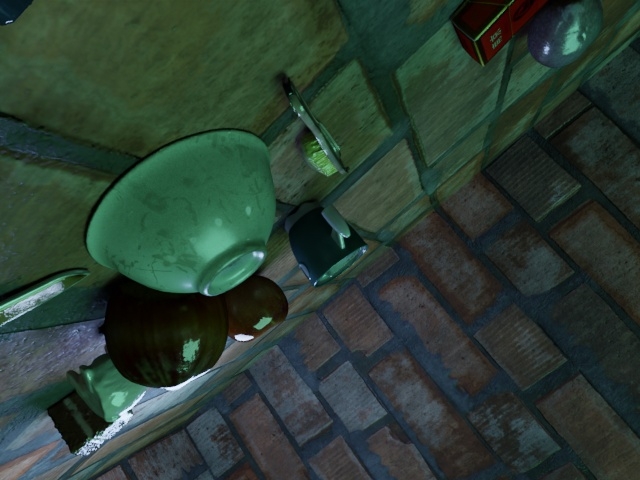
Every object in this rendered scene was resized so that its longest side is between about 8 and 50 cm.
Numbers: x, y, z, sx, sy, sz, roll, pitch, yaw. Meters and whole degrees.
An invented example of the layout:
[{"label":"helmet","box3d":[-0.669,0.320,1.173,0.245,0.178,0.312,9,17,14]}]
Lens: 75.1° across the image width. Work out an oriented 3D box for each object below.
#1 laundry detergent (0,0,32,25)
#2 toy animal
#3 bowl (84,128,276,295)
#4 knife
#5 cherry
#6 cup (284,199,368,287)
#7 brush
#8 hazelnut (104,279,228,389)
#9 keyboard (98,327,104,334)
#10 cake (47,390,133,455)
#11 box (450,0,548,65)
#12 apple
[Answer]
[{"label":"laundry detergent","box3d":[-0.198,-0.178,0.112,0.214,0.105,0.280,-42,164,4]},{"label":"toy animal","box3d":[-0.370,0.216,0.853,0.140,0.138,0.283,-39,-168,41]},{"label":"bowl","box3d":[-0.168,-0.005,0.645,0.313,0.146,0.313,-37,167,-10]},{"label":"knife","box3d":[-0.435,0.100,0.553,0.256,0.022,0.046,-34,159,-34]},{"label":"cherry","box3d":[0.561,-0.494,0.966,0.176,0.140,0.176,-22,138,-21]},{"label":"cup","box3d":[0.000,0.000,1.017,0.167,0.173,0.300,-33,165,-23]},{"label":"brush","box3d":[-0.016,-0.167,0.692,0.067,0.072,0.313,-27,167,10]},{"label":"hazelnut","box3d":[-0.275,0.156,0.759,0.211,0.181,0.181,-6,123,-25]},{"label":"keyboard","box3d":[-0.379,0.146,0.860,0.155,0.010,0.053,-37,167,-8]},{"label":"cake","box3d":[-0.570,0.437,1.048,0.147,0.135,0.135,-37,166,-28]},{"label":"box","box3d":[0.353,-0.443,0.735,0.240,0.074,0.153,-44,169,23]},{"label":"apple","box3d":[-0.190,0.185,1.169,0.201,0.162,0.201,-32,176,-3]}]
